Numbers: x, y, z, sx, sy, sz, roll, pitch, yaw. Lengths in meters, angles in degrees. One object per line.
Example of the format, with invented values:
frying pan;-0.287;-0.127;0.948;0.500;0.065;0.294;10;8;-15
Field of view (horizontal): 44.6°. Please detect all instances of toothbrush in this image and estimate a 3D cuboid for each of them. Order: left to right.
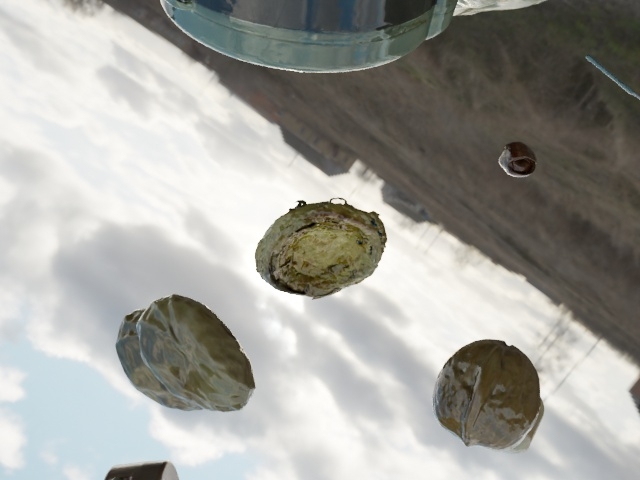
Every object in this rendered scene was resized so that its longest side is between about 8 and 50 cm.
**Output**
toothbrush;0.517;-0.261;1.332;0.167;0.014;0.011;42;-166;6

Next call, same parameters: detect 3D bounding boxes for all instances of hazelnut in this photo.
hazelnut;0.441;-0.181;1.739;0.086;0.086;0.086;35;-173;-5

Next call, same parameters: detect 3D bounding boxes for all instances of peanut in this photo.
peanut;-0.198;0.171;1.116;0.197;0.110;0.233;52;146;-13

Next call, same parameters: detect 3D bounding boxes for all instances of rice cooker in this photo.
rice cooker;-0.007;-0.303;0.688;0.288;0.277;0.288;4;-138;-3

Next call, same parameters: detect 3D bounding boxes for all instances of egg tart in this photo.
egg tart;0.000;0.000;1.618;0.290;0.291;0.107;31;-148;-35

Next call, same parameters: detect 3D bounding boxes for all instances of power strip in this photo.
power strip;-0.221;0.352;0.977;0.078;0.154;0.154;-5;-171;1

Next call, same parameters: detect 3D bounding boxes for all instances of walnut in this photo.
walnut;0.246;0.226;1.152;0.166;0.166;0.149;39;175;24

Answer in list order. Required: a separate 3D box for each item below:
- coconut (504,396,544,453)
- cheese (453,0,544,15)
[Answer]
coconut;0.404;0.395;1.715;0.147;0.153;0.147;26;141;24
cheese;0.283;-0.471;1.390;0.351;0.130;0.328;-17;-170;-42
